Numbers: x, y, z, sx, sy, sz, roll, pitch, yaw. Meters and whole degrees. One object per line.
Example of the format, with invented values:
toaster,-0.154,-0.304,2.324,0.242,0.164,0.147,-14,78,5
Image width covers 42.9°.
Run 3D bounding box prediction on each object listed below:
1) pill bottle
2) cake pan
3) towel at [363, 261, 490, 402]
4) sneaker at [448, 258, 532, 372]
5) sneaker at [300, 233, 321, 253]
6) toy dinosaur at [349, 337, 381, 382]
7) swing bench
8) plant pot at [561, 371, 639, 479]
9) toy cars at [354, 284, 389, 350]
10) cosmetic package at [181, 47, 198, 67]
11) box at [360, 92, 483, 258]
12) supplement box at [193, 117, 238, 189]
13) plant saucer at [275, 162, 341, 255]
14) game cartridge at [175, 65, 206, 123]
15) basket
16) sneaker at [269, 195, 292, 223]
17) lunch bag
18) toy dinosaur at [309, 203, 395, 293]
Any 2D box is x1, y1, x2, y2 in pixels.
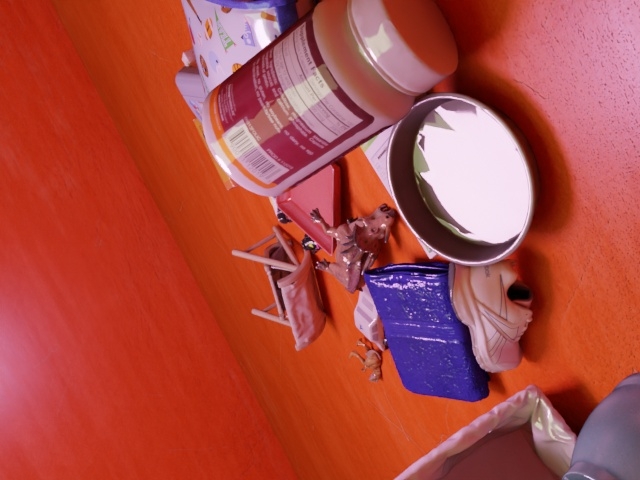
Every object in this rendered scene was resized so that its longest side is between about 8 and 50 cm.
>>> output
pill bottle,0.010,-0.250,1.318,0.392,0.224,0.224,-29,89,35
cake pan,0.233,-0.103,1.328,0.293,0.054,0.293,25,128,38
towel,0.231,0.188,1.716,0.228,0.076,0.308,0,116,45
sneaker,0.322,0.140,1.444,0.297,0.129,0.111,56,-151,-44
sneaker,0.000,0.000,2.072,0.063,0.075,0.170,64,159,-6
toy dinosaur,0.137,0.312,2.194,0.112,0.064,0.211,31,157,23
swing bench,-0.096,0.135,2.356,0.255,0.165,0.253,31,144,44
plant pot,0.493,0.373,1.228,0.293,0.196,0.293,49,156,31
toy cars,0.151,0.179,1.930,0.176,0.087,0.394,60,159,4
cosmetic package,-0.293,-0.474,2.100,0.060,0.115,0.041,60,159,6
box,0.181,-0.140,1.506,0.322,0.058,0.232,58,159,6
supplement box,-0.287,-0.271,2.400,0.233,0.080,0.078,62,159,-7
plant saucer,-0.026,-0.133,1.970,0.259,0.048,0.258,42,144,40
game cartridge,-0.244,-0.321,2.103,0.198,0.062,0.297,11,148,41
basket,0.346,0.493,1.492,0.331,0.328,0.266,55,177,16
sneaker,-0.111,-0.147,2.148,0.094,0.082,0.208,-121,22,-47
lunch bag,-0.100,-0.364,1.630,0.385,0.239,0.327,42,151,57
toy dinosaur,0.077,0.040,1.836,0.200,0.127,0.295,49,149,47
